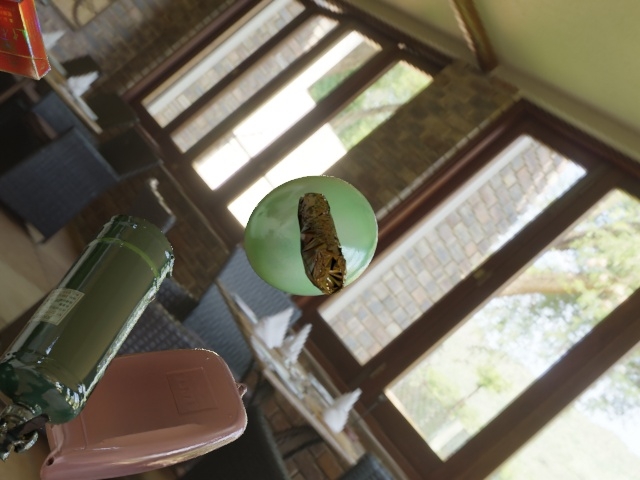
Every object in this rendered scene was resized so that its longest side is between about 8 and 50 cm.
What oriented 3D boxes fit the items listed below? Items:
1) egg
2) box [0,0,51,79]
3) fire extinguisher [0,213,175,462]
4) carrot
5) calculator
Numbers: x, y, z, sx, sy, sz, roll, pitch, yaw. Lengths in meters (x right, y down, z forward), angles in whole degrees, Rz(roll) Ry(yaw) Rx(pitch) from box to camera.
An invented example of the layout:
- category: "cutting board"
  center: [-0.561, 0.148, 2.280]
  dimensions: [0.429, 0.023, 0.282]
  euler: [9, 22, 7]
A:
- category: "egg"
  center: [-0.016, -0.009, 1.425]
  dimensions: [0.220, 0.220, 0.270]
  euler: [48, 32, 21]
- category: "box"
  center: [-0.624, -0.421, 1.579]
  dimensions: [0.112, 0.048, 0.175]
  euler: [15, -46, 16]
- category: "fire extinguisher"
  center: [-0.242, 0.101, 0.758]
  dimensions: [0.093, 0.118, 0.294]
  euler: [47, 40, -21]
- category: "carrot"
  center: [0.001, 0.001, 1.169]
  dimensions: [0.069, 0.069, 0.228]
  euler: [51, 14, -29]
- category: "calculator"
  center: [-0.272, 0.255, 1.204]
  dimensions: [0.220, 0.330, 0.048]
  euler: [-123, -146, -45]
